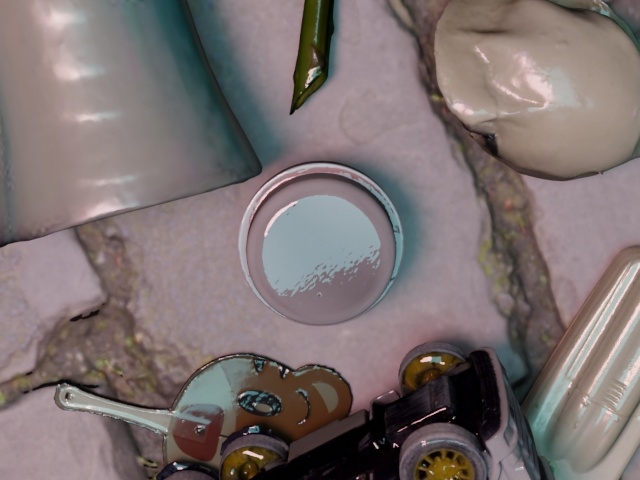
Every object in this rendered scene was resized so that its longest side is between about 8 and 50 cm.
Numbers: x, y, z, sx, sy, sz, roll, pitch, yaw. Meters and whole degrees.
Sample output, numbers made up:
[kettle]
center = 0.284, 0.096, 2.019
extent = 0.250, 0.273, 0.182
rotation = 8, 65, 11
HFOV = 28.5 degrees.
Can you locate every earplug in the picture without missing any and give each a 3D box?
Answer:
[earplug]
center = -0.170, -0.173, 0.840
extent = 0.185, 0.185, 0.324
rotation = -16, 94, 3

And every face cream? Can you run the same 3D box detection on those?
[face cream]
center = 0.000, 0.000, 0.898
extent = 0.117, 0.104, 0.117
rotation = 0, 102, -1

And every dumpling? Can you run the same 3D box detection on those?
[dumpling]
center = 0.166, -0.119, 0.887
extent = 0.176, 0.092, 0.150
rotation = 6, 88, 3

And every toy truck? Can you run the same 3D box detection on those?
[toy truck]
center = -0.002, 0.225, 0.913
extent = 0.367, 0.146, 0.175
rotation = -30, 110, 15

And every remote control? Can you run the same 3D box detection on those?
[remote control]
center = 0.211, 0.118, 0.953
extent = 0.090, 0.049, 0.230
rotation = 27, 102, -3

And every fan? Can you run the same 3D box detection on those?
[fan]
center = -0.095, 0.148, 0.977
extent = 0.226, 0.008, 0.152
rotation = 14, 103, -4

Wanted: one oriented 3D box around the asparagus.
[asparagus]
center = 0.000, -0.205, 0.890
extent = 0.027, 0.034, 0.236
rotation = 7, 100, 16
